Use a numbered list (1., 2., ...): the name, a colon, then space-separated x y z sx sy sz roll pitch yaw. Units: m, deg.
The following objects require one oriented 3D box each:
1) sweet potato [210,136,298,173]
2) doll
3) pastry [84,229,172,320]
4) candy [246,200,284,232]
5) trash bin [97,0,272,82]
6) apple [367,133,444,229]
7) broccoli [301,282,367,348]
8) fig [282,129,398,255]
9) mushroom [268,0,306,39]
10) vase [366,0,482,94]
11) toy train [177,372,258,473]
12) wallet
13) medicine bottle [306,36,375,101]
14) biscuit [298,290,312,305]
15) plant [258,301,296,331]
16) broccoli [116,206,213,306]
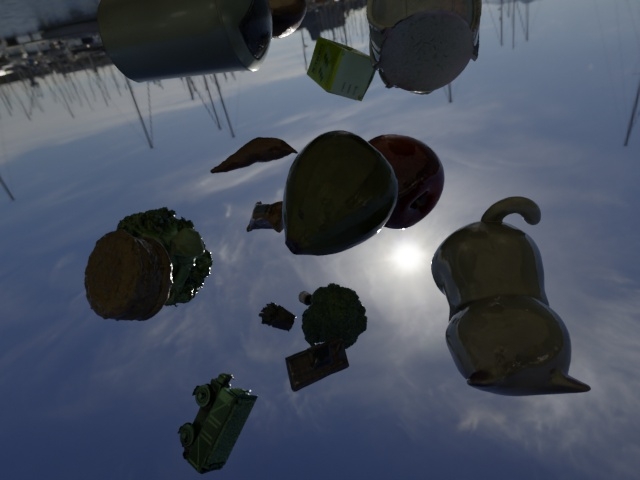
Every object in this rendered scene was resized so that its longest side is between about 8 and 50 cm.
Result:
1. sweet potato: -0.166 -0.209 1.026 0.227 0.068 0.068 -12 -153 11
2. doll: 0.335 0.118 0.818 0.215 0.225 0.369 8 -123 -2
3. pastry: -0.400 0.074 0.893 0.189 0.188 0.103 6 177 31
4. candy: -0.219 -0.099 1.742 0.272 0.101 0.143 2 -112 54
5. trash bin: -0.347 -0.592 1.179 0.433 0.280 0.280 -2 -151 16
6. apple: 0.179 -0.141 1.016 0.219 0.218 0.201 -24 -136 -21
7. broccoli: 0.051 0.303 1.702 0.262 0.268 0.241 -11 172 -1
8. fig: 0.020 -0.070 0.755 0.203 0.202 0.225 15 -126 42
9. mushroom: -0.201 -0.878 1.611 0.298 0.277 0.163 -10 164 -18
10. vase: 0.226 -0.549 0.968 0.250 0.249 0.444 -5 -123 14
11. toy train: -0.309 0.521 1.231 0.155 0.115 0.269 22 -97 36
12. wallet: -0.009 0.427 1.496 0.231 0.124 0.042 -16 -172 -26
13. medicine bottle: 0.063 -0.560 1.396 0.141 0.137 0.250 6 -150 -24
14. biscuit: -0.064 0.261 1.941 0.061 0.055 0.219 -63 -172 -9
15. plant: -0.174 0.308 1.719 0.144 0.092 0.094 27 -133 -5
16. broccoli: -0.388 0.038 1.076 0.270 0.269 0.270 -22 -166 47
